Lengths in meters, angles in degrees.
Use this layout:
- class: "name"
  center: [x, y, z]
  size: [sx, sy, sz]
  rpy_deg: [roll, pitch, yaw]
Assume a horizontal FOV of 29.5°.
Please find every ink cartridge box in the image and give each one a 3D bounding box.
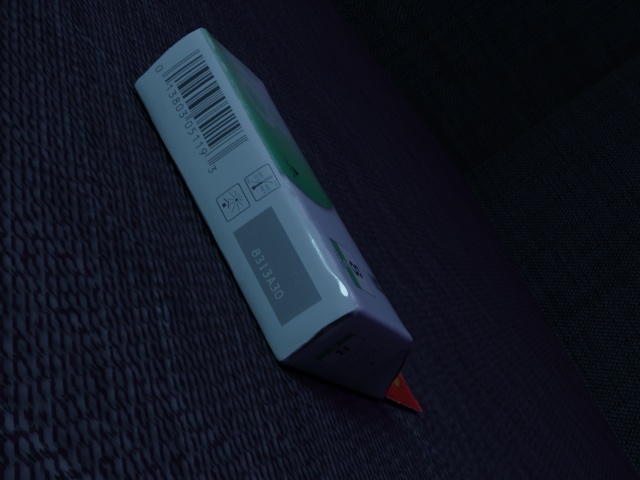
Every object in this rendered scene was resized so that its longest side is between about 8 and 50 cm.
- class: "ink cartridge box"
  center: [0.000, 0.000, 0.690]
  size: [0.181, 0.056, 0.224]
  rpy_deg: [60, 13, 24]
